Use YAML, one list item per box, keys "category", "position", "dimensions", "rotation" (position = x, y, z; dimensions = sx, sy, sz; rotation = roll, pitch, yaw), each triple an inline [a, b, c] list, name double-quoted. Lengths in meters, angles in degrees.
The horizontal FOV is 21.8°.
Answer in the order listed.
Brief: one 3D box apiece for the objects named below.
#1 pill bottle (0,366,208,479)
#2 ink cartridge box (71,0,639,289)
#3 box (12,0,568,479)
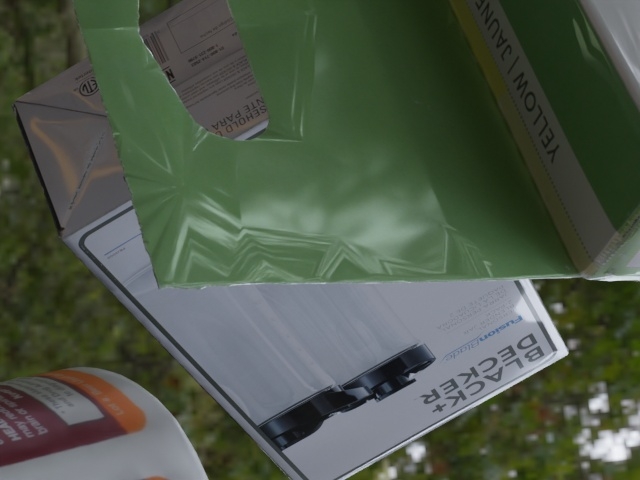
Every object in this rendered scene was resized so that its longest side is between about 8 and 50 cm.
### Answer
- category: "pill bottle"
  position: [-0.263, 0.209, 0.909]
  dimensions: [0.224, 0.392, 0.224]
  rotation: [9, -77, 45]
- category: "ink cartridge box"
  position: [0.052, -0.067, 0.460]
  dimensions: [0.056, 0.235, 0.171]
  rotation: [-57, -138, 42]
- category: "box"
  position: [0.000, 0.000, 0.810]
  dimensions: [0.087, 0.169, 0.290]
  rotation: [63, 4, 37]
